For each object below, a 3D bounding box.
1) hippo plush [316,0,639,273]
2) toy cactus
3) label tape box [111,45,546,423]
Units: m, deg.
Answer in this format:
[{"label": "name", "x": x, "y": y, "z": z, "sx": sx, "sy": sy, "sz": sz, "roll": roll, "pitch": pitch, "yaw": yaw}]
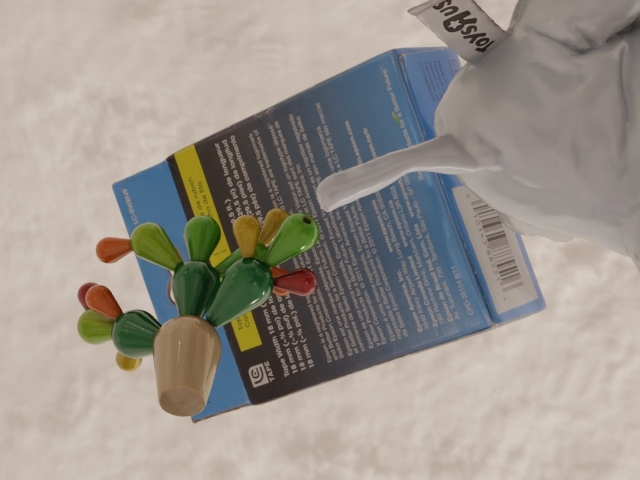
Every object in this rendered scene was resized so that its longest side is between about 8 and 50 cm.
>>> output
[{"label": "hippo plush", "x": 0.202, "y": -0.058, "z": 0.828, "sx": 0.236, "sy": 0.294, "sz": 0.234, "roll": 34, "pitch": 105, "yaw": 24}, {"label": "toy cactus", "x": -0.095, "y": 0.058, "z": 1.148, "sx": 0.219, "sy": 0.180, "sz": 0.112, "roll": -15, "pitch": 132, "yaw": 16}, {"label": "label tape box", "x": 0.000, "y": 0.000, "z": 1.352, "sx": 0.333, "sy": 0.106, "sz": 0.240, "roll": -21, "pitch": 86, "yaw": 36}]
